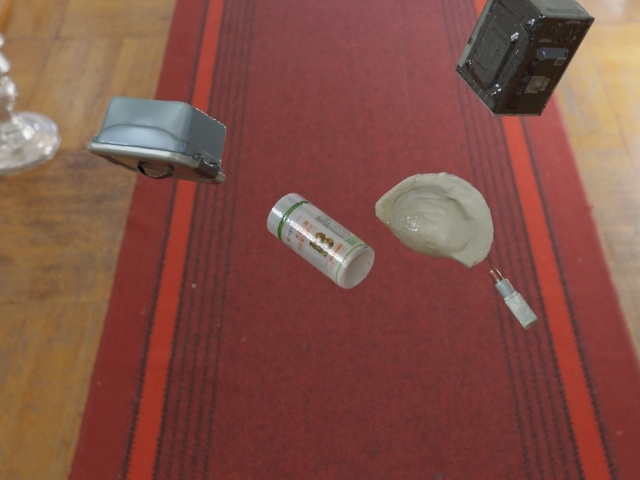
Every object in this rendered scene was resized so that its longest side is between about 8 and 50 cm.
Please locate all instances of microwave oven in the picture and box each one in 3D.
[{"bbox_3d":[0.494,-0.487,2.175,0.181,0.295,0.237,-5,47,-29],"label":"microwave oven"}]

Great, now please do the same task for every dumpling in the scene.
[{"bbox_3d":[0.225,-0.051,1.697,0.215,0.126,0.166,27,91,34],"label":"dumpling"}]

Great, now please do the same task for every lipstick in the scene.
[{"bbox_3d":[0.334,0.096,1.542,0.030,0.030,0.129,-36,67,6],"label":"lipstick"}]

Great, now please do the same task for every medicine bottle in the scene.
[{"bbox_3d":[0.000,0.000,1.482,0.086,0.086,0.183,-36,56,-28],"label":"medicine bottle"}]

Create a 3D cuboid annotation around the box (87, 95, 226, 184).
[{"bbox_3d":[-0.287,-0.174,1.573,0.227,0.162,0.130,10,83,26],"label":"box"}]
